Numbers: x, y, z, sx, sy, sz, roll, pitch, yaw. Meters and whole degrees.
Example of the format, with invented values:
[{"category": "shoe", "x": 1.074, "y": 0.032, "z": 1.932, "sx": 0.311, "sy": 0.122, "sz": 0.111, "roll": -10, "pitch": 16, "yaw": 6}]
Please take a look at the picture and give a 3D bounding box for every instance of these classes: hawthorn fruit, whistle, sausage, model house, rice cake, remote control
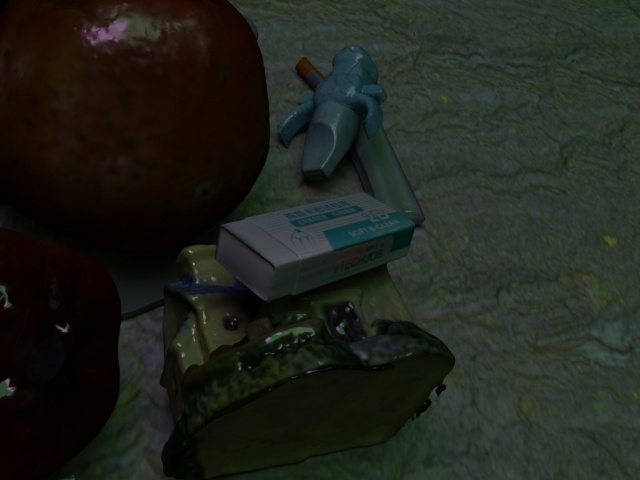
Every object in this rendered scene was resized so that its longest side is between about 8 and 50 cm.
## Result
[{"category": "hawthorn fruit", "x": -0.345, "y": 0.123, "z": 0.745, "sx": 0.295, "sy": 0.311, "sz": 0.294, "roll": 12, "pitch": 67, "yaw": -30}, {"category": "whistle", "x": 0.033, "y": -0.216, "z": 1.237, "sx": 0.186, "sy": 0.093, "sz": 0.273, "roll": -1, "pitch": 55, "yaw": 35}, {"category": "sausage", "x": -0.004, "y": -0.288, "z": 1.355, "sx": 0.031, "sy": 0.031, "sz": 0.107, "roll": -26, "pitch": 65, "yaw": -32}, {"category": "hawthorn fruit", "x": -0.244, "y": -0.197, "z": 0.975, "sx": 0.403, "sy": 0.402, "sz": 0.402, "roll": 9, "pitch": 51, "yaw": -11}, {"category": "model house", "x": -0.039, "y": 0.105, "z": 0.885, "sx": 0.321, "sy": 0.261, "sz": 0.266, "roll": -2, "pitch": 51, "yaw": -27}, {"category": "rice cake", "x": 0.101, "y": -0.116, "z": 1.245, "sx": 0.080, "sy": 0.042, "sz": 0.221, "roll": -6, "pitch": 54, "yaw": -20}, {"category": "remote control", "x": -0.202, "y": 0.043, "z": 1.033, "sx": 0.245, "sy": 0.022, "sz": 0.077, "roll": -22, "pitch": 60, "yaw": -31}]

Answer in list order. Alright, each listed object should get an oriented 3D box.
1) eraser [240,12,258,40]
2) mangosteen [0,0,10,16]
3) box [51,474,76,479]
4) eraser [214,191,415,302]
[{"category": "eraser", "x": -0.217, "y": -0.321, "z": 1.267, "sx": 0.174, "sy": 0.081, "sz": 0.227, "roll": 22, "pitch": 43, "yaw": -3}, {"category": "mangosteen", "x": -0.534, "y": -0.464, "z": 1.225, "sx": 0.266, "sy": 0.228, "sz": 0.228, "roll": 7, "pitch": 37, "yaw": 40}, {"category": "box", "x": -0.341, "y": 0.329, "z": 0.719, "sx": 0.225, "sy": 0.086, "sz": 0.129, "roll": -8, "pitch": 55, "yaw": -24}, {"category": "eraser", "x": 0.000, "y": 0.000, "z": 0.839, "sx": 0.225, "sy": 0.052, "sz": 0.096, "roll": -15, "pitch": 40, "yaw": -42}]
